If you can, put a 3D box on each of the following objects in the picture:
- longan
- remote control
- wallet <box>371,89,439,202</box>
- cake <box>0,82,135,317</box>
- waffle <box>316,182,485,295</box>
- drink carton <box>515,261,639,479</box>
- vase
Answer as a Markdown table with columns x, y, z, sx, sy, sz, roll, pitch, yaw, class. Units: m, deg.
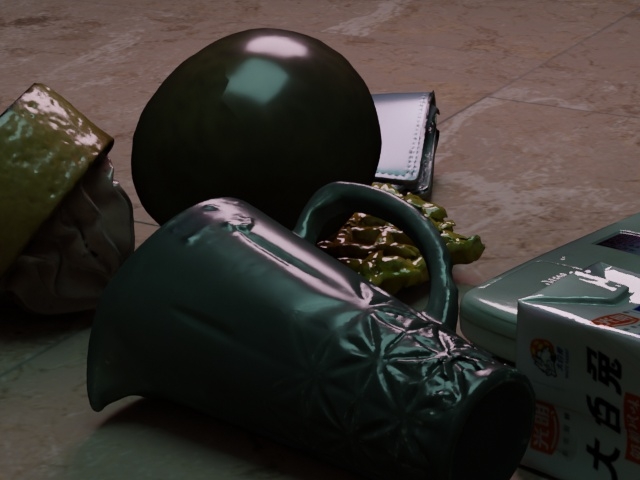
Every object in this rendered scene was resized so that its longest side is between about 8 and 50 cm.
| x | y | z | sx | sy | sz | roll | pitch | yaw | class |
| --- | --- | --- | --- | --- | --- | --- | --- | --- | --- |
| -0.052 | -0.080 | 1.567 | 0.212 | 0.198 | 0.198 | -16 | 24 | -16 | longan |
| 0.248 | 0.039 | 1.545 | 0.140 | 0.056 | 0.296 | 16 | 27 | 41 | remote control |
| -0.001 | -0.086 | 1.875 | 0.231 | 0.069 | 0.170 | 0 | 38 | 11 | wallet |
| -0.239 | -0.012 | 1.573 | 0.207 | 0.178 | 0.185 | -32 | 15 | 38 | cake |
| 0.000 | 0.002 | 1.661 | 0.254 | 0.052 | 0.245 | -15 | 26 | -32 | waffle |
| 0.272 | 0.119 | 1.221 | 0.315 | 0.131 | 0.106 | 18 | 26 | 41 | drink carton |
| 0.009 | 0.074 | 1.324 | 0.301 | 0.156 | 0.251 | 25 | 67 | 37 | vase |
